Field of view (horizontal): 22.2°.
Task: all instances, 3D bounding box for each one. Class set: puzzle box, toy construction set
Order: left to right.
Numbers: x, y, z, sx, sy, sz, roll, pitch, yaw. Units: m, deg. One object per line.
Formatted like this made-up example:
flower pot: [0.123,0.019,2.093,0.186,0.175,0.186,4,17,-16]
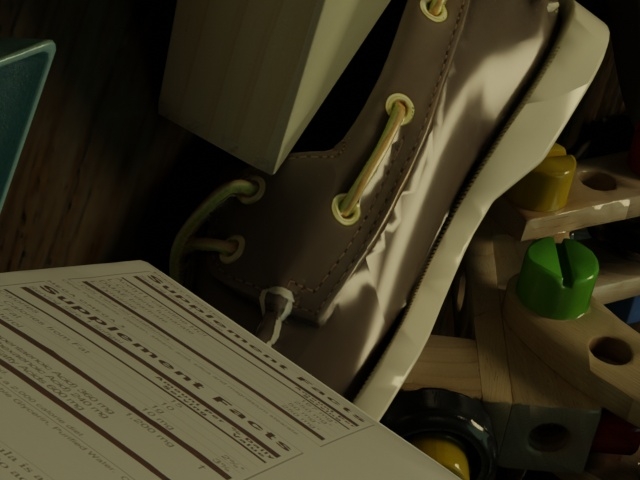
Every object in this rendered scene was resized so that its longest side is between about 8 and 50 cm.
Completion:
toy construction set: [0.091,0.059,0.822,0.309,0.237,0.257,102,-14,-62]
puzzle box: [0.078,-0.244,0.566,0.409,0.052,0.272,-58,173,-32]

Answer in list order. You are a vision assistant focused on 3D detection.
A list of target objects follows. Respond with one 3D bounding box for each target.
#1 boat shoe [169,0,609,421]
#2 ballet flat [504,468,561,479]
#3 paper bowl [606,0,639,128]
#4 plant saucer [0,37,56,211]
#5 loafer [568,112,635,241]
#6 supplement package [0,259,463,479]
boat shoe: [0.000,0.000,0.623,0.324,0.097,0.116,-56,-168,-28]
ballet flat: [0.162,0.212,1.173,0.058,0.084,0.249,-50,148,-74]
paper bowl: [0.242,-0.154,0.920,0.284,0.148,0.284,-6,90,-86]
plant saucer: [-0.118,0.034,0.411,0.067,0.018,0.192,-33,152,-56]
loafer: [0.208,-0.043,1.087,0.267,0.096,0.084,-43,139,-46]
supplement package: [-0.071,0.098,0.393,0.139,0.134,0.244,-59,166,11]
